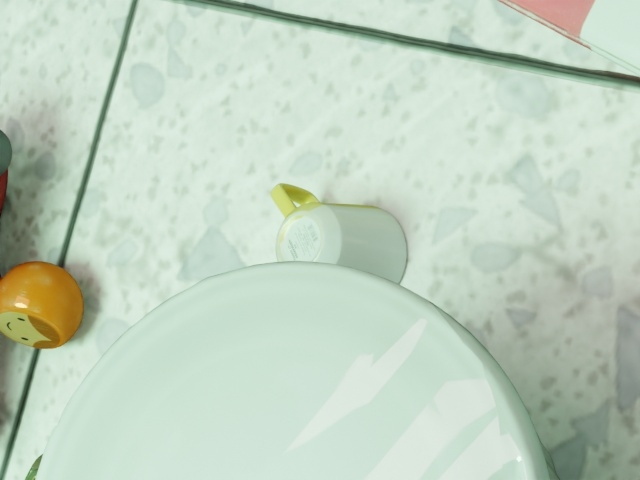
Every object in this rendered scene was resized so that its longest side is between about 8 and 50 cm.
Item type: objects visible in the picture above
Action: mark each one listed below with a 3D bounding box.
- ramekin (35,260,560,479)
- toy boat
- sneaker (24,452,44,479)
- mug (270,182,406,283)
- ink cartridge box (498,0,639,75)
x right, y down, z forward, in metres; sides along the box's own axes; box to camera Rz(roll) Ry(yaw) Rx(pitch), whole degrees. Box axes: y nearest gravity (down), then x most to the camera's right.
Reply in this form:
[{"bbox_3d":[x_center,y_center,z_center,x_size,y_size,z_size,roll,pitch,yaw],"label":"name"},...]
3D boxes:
[{"bbox_3d":[0.000,0.156,0.911,0.273,0.127,0.273,-8,70,23],"label":"ramekin"},{"bbox_3d":[-0.228,0.035,1.215,0.151,0.151,0.231,13,88,8],"label":"toy boat"},{"bbox_3d":[-0.148,0.159,1.157,0.192,0.064,0.086,-48,62,22],"label":"sneaker"},{"bbox_3d":[0.001,0.004,1.082,0.078,0.064,0.062,14,90,37],"label":"mug"},{"bbox_3d":[0.297,-0.150,0.838,0.384,0.160,0.279,35,102,35],"label":"ink cartridge box"}]
